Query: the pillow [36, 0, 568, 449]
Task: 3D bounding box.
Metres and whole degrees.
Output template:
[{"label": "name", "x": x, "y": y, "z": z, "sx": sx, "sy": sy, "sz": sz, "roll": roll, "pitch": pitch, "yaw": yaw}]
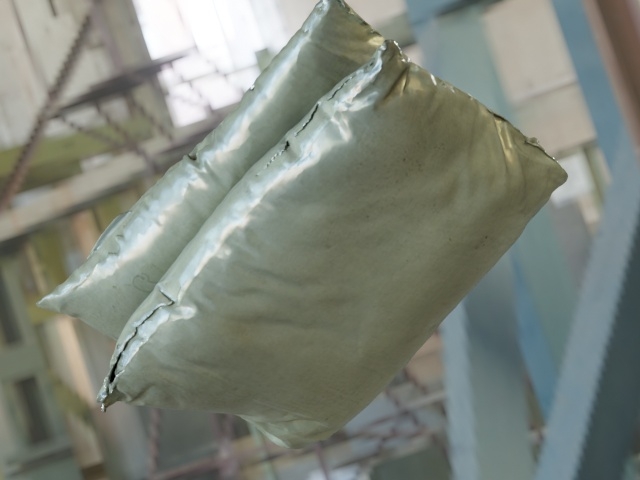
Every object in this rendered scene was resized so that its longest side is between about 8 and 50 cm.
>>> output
[{"label": "pillow", "x": 0.000, "y": 0.000, "z": 0.752, "sx": 0.134, "sy": 0.078, "sz": 0.181, "roll": 27, "pitch": -65, "yaw": -36}]
